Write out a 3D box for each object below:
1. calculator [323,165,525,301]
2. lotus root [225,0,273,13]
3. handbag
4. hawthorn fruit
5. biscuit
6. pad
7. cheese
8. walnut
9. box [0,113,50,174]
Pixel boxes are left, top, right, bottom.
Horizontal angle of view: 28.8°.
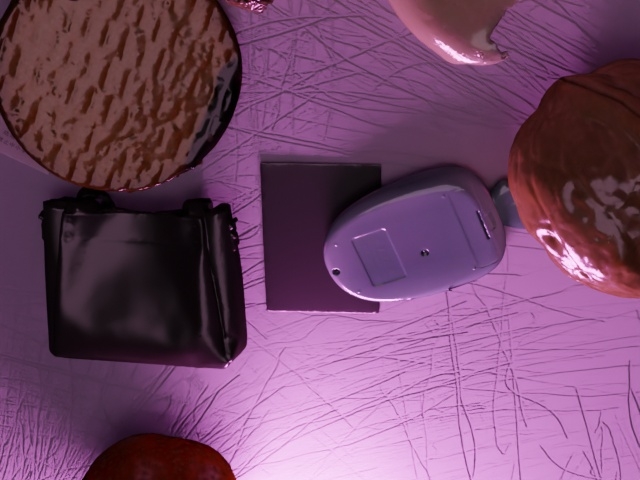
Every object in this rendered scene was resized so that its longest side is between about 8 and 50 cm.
[{"bbox_3d":[0.148,-0.007,1.712,0.298,0.041,0.186,-18,119,13],"label":"calculator"},{"bbox_3d":[-0.068,-0.409,1.428,0.131,0.146,0.303,38,129,32],"label":"lotus root"},{"bbox_3d":[-0.245,0.053,1.738,0.285,0.113,0.257,4,116,10],"label":"handbag"},{"bbox_3d":[-0.264,0.466,1.853,0.284,0.369,0.285,14,130,17],"label":"hawthorn fruit"},{"bbox_3d":[-0.257,-0.212,1.584,0.317,0.040,0.318,-3,112,-8],"label":"biscuit"},{"bbox_3d":[0.000,0.000,1.749,0.170,0.006,0.246,0,122,2],"label":"pad"},{"bbox_3d":[0.194,-0.345,1.456,0.266,0.127,0.233,-30,115,22],"label":"cheese"},{"bbox_3d":[0.386,-0.075,1.534,0.277,0.252,0.313,-35,103,22],"label":"walnut"},{"bbox_3d":[-0.373,-0.174,1.649,0.100,0.048,0.152,25,118,-13],"label":"box"}]
